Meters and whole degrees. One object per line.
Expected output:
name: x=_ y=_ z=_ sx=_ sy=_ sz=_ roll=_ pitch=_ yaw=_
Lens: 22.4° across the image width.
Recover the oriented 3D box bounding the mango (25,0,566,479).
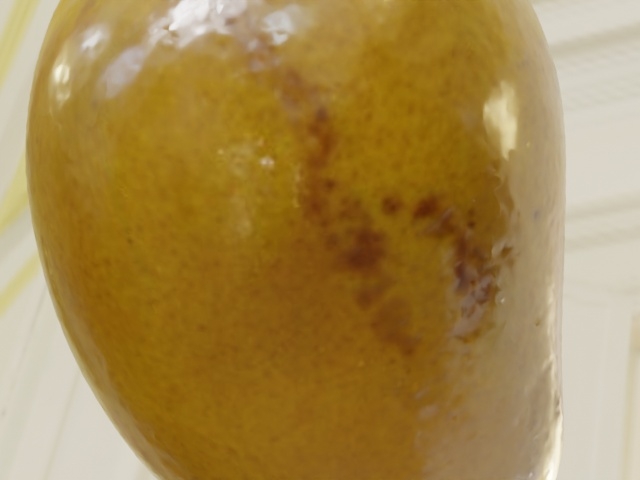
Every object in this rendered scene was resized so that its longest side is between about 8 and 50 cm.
mango: x=0.000 y=0.000 z=0.790 sx=0.264 sy=0.221 sz=0.378 roll=-21 pitch=-75 yaw=-11
